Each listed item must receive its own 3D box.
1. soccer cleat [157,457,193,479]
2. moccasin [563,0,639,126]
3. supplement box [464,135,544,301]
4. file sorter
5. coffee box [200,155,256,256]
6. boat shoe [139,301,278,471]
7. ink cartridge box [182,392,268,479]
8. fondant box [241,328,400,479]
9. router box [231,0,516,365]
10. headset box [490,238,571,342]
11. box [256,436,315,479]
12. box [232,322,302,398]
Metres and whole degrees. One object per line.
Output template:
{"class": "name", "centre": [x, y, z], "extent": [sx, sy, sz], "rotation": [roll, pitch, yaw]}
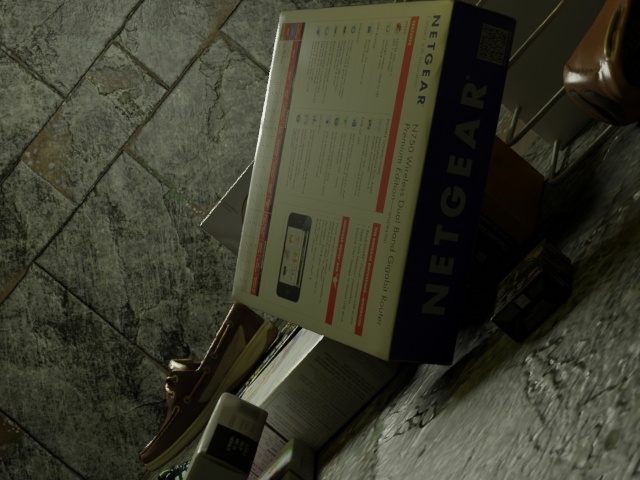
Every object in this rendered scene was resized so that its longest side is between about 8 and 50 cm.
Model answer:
{"class": "soccer cleat", "centre": [-0.267, 0.455, 2.021], "extent": [0.179, 0.072, 0.060], "rotation": [-51, 3, -27]}
{"class": "moccasin", "centre": [0.373, -0.288, 1.023], "extent": [0.380, 0.139, 0.147], "rotation": [-51, 3, -9]}
{"class": "supplement box", "centre": [0.141, -0.018, 1.211], "extent": [0.194, 0.129, 0.191], "rotation": [-49, 3, 26]}
{"class": "file sorter", "centre": [0.227, -0.230, 1.189], "extent": [0.193, 0.277, 0.173], "rotation": [-49, 5, 30]}
{"class": "coffee box", "centre": [0.000, 0.000, 1.505], "extent": [0.168, 0.297, 0.119], "rotation": [-48, 6, 13]}
{"class": "boat shoe", "centre": [-0.225, 0.258, 1.891], "extent": [0.342, 0.123, 0.123], "rotation": [-50, 2, 2]}
{"class": "ink cartridge box", "centre": [-0.165, 0.360, 1.138], "extent": [0.371, 0.069, 0.176], "rotation": [-63, 3, 12]}
{"class": "fondant box", "centre": [-0.013, 0.184, 1.341], "extent": [0.330, 0.096, 0.238], "rotation": [-48, 3, 28]}
{"class": "router box", "centre": [0.039, -0.068, 1.076], "extent": [0.301, 0.082, 0.335], "rotation": [16, 96, 55]}
{"class": "headset box", "centre": [0.176, 0.039, 0.869], "extent": [0.062, 0.032, 0.083], "rotation": [-48, 2, 23]}
{"class": "box", "centre": [-0.064, 0.302, 1.144], "extent": [0.145, 0.038, 0.186], "rotation": [-50, 1, 4]}
{"class": "box", "centre": [-0.077, 0.237, 1.895], "extent": [0.322, 0.079, 0.257], "rotation": [-50, 4, -2]}
